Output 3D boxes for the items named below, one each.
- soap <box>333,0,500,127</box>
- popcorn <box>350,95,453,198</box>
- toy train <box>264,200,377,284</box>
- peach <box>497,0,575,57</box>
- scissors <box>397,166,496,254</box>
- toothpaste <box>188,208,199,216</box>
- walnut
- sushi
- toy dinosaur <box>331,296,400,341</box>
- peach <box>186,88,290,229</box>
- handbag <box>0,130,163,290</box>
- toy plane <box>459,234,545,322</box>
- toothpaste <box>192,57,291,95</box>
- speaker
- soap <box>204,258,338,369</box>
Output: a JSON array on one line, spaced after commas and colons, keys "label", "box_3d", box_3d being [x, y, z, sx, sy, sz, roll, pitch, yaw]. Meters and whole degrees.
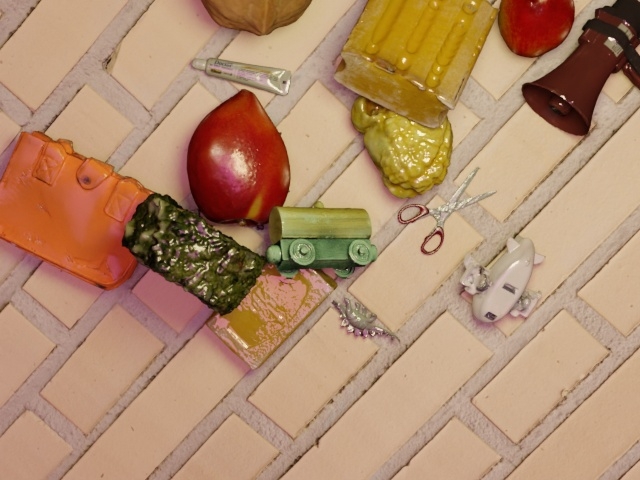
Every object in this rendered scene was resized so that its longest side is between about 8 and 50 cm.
[{"label": "soap", "box_3d": [0.227, -0.471, 1.787, 0.293, 0.156, 0.335, 26, 66, -3]}, {"label": "popcorn", "box_3d": [0.221, -0.257, 1.880, 0.225, 0.174, 0.286, -26, 84, -8]}, {"label": "toy train", "box_3d": [-0.004, 0.002, 1.903, 0.307, 0.126, 0.189, 0, 62, -26]}, {"label": "peach", "box_3d": [0.511, -0.535, 1.801, 0.197, 0.197, 0.197, 0, 97, 4]}, {"label": "scissors", "box_3d": [0.333, -0.084, 1.965, 0.248, 0.017, 0.144, -37, 94, 6]}, {"label": "toothpaste", "box_3d": [-0.329, 0.036, 2.016, 0.060, 0.038, 0.233, -11, 94, 2]}, {"label": "walnut", "box_3d": [-0.155, -0.650, 1.788, 0.306, 0.306, 0.344, -5, 82, 5]}, {"label": "sushi", "box_3d": [-0.318, 0.023, 1.807, 0.294, 0.352, 0.178, 37, 84, -37]}, {"label": "toy dinosaur", "box_3d": [0.117, 0.219, 2.004, 0.209, 0.039, 0.082, 27, 102, 11]}, {"label": "peach", "box_3d": [-0.205, -0.200, 1.894, 0.258, 0.201, 0.361, 4, 97, 4]}, {"label": "handbag", "box_3d": [-0.636, -0.078, 1.983, 0.410, 0.116, 0.303, 27, 99, 0]}, {"label": "toy plane", "box_3d": [0.466, 0.099, 1.934, 0.245, 0.117, 0.244, -4, 109, -10]}, {"label": "toothpaste", "box_3d": [-0.203, -0.428, 1.948, 0.255, 0.037, 0.067, 12, 92, -1]}, {"label": "speaker", "box_3d": [0.691, -0.401, 1.820, 0.329, 0.198, 0.259, -45, 74, 0]}, {"label": "soap", "box_3d": [-0.129, 0.167, 1.993, 0.199, 0.091, 0.315, 45, 98, -4]}]
